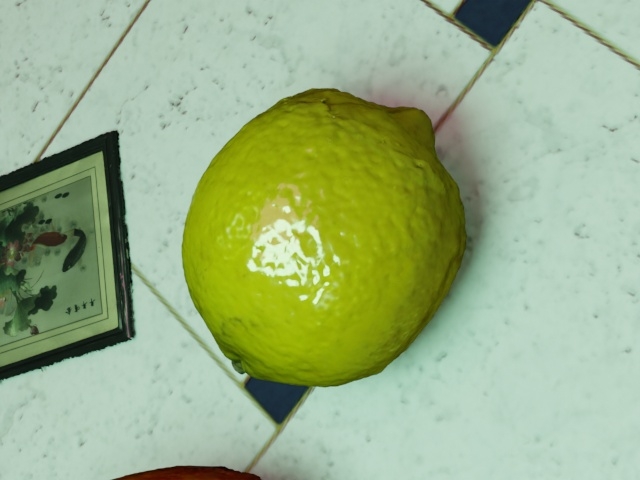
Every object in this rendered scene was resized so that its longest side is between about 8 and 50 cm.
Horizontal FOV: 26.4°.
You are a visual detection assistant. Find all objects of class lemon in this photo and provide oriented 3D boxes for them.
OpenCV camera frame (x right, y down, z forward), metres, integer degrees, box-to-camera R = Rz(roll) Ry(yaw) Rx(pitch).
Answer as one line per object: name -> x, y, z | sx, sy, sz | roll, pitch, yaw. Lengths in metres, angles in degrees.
lemon -> 0.000, 0.000, 0.961 | 0.192, 0.192, 0.231 | 41, 101, 33

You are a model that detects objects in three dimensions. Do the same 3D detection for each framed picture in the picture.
framed picture -> -0.250, 0.021, 1.225 | 0.195, 0.010, 0.199 | -19, 68, 28

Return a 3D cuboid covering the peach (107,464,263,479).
peach -> -0.116, 0.276, 0.940 | 0.281, 0.238, 0.281 | -32, 28, 20
